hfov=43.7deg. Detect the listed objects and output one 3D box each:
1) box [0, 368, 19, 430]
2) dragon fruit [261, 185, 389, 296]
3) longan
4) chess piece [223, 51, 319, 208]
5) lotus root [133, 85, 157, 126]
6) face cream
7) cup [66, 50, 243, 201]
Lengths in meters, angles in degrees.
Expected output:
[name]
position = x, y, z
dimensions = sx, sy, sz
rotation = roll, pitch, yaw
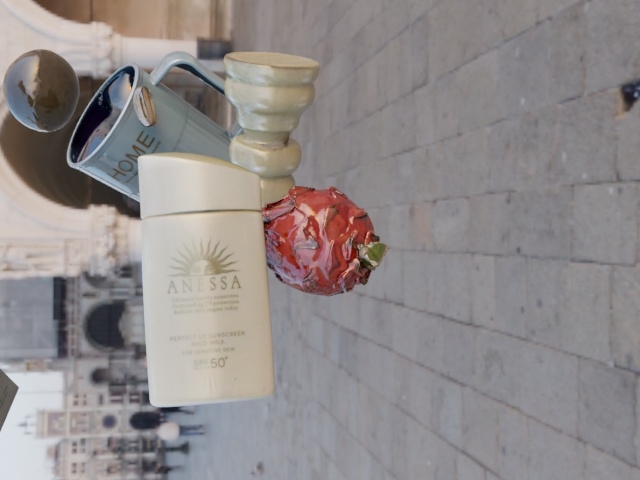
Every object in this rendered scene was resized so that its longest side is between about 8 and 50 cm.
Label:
[box]
position = -0.840, 0.332, 1.808
dimensions = 0.200, 0.106, 0.299
rotation = -87, -24, -51
[dragon fruit]
position = 0.000, 0.000, 1.231
dimensions = 0.172, 0.209, 0.172
rotation = 24, -90, -81
[longan]
position = -0.700, -0.377, 2.003
dimensions = 0.198, 0.198, 0.212
rotation = 113, 166, -61
[chess piece]
position = -0.096, -0.180, 1.438
dimensions = 0.167, 0.167, 0.299
rotation = -116, 29, -64
[lotus root]
position = -0.353, -0.269, 1.600
dimensions = 0.037, 0.030, 0.083
rotation = -35, -62, -63
[face cream]
position = -0.158, 0.049, 1.108
dimensions = 0.081, 0.174, 0.348
rotation = 132, 135, -82
[cup]
position = -0.347, -0.233, 1.800
dimensions = 0.257, 0.311, 0.331
rotation = 10, 71, 54
